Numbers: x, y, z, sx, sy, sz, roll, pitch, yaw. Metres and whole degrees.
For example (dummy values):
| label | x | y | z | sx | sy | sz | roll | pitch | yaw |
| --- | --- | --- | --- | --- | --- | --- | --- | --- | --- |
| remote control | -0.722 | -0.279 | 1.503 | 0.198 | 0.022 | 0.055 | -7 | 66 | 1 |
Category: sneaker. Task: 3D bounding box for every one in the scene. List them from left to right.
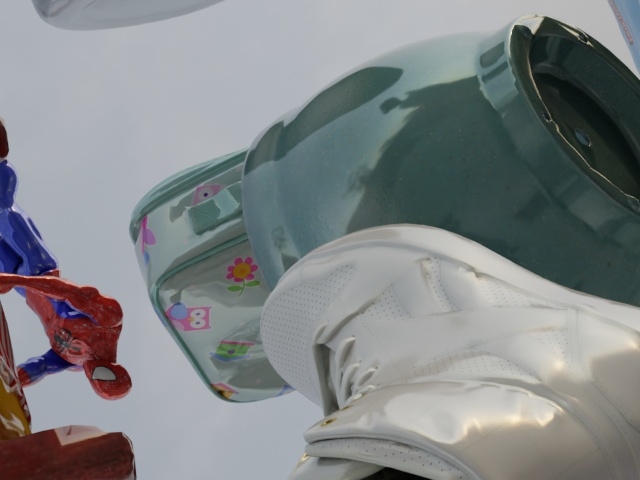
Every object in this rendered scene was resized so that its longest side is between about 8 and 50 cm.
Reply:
| label | x | y | z | sx | sy | sz | roll | pitch | yaw |
| --- | --- | --- | --- | --- | --- | --- | --- | --- | --- |
| sneaker | 0.027 | 0.074 | 0.869 | 0.169 | 0.292 | 0.108 | -23 | -69 | -34 |

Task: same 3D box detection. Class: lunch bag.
| label | x | y | z | sx | sy | sz | roll | pitch | yaw |
| --- | --- | --- | --- | --- | --- | --- | --- | --- | --- |
| lunch bag | 0.000 | 0.000 | 1.534 | 0.224 | 0.279 | 0.108 | 60 | -174 | -48 |

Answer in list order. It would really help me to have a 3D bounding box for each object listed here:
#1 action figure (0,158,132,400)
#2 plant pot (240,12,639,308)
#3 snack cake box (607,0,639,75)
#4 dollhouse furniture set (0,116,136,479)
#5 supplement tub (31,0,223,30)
| label | x | y | z | sx | sy | sz | roll | pitch | yaw |
| --- | --- | --- | --- | --- | --- | --- | --- | --- | --- |
| action figure | -0.259 | 0.029 | 1.516 | 0.139 | 0.091 | 0.280 | -22 | -117 | -44 |
| plant pot | 0.122 | -0.023 | 1.252 | 0.293 | 0.196 | 0.293 | 31 | -144 | -26 |
| snack cake box | 0.337 | -0.116 | 1.453 | 0.152 | 0.089 | 0.264 | -23 | -93 | -8 |
| dollhouse furniture set | -0.135 | -0.048 | 0.395 | 0.152 | 0.374 | 0.201 | -13 | -124 | -12 |
| supplement tub | -0.155 | -0.343 | 1.437 | 0.207 | 0.207 | 0.338 | -13 | -94 | -39 |
